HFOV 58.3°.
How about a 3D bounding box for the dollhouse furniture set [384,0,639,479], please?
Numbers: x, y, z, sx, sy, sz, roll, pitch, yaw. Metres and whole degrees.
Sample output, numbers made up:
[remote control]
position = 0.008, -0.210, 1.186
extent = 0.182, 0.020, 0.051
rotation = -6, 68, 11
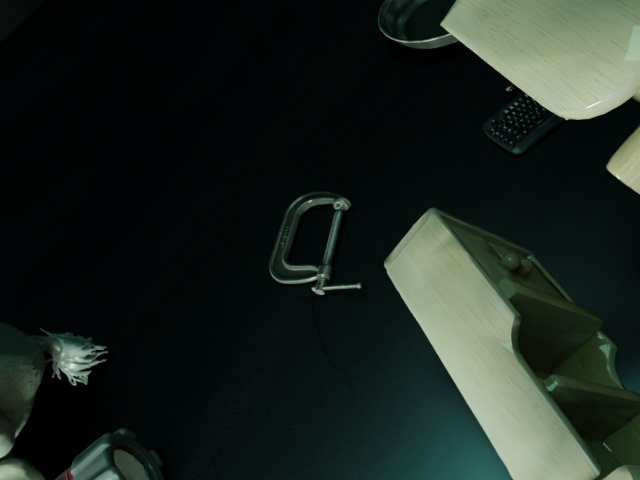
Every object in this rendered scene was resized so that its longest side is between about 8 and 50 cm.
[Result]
[dollhouse furniture set]
position = 0.261, -0.023, 0.381
extent = 0.394, 0.362, 0.256
rotation = -52, 41, 24

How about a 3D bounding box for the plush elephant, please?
[plush elephant]
position = -0.440, 0.220, 0.658
extent = 0.272, 0.330, 0.255
rotation = 23, 93, 40

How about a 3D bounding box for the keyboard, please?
[keyboard]
position = 0.277, -0.191, 0.700
extent = 0.192, 0.038, 0.100
rotation = -39, 47, -3

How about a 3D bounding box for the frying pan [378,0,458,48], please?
[frying pan]
position = 0.167, -0.400, 0.910
extent = 0.197, 0.053, 0.326
rotation = -28, 45, 8

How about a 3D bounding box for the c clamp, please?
[c clamp]
position = 0.000, 0.000, 0.724
extent = 0.137, 0.022, 0.160
rotation = -11, 53, 29

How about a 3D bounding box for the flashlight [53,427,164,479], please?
[flashlight]
position = -0.299, 0.329, 0.593
extent = 0.304, 0.103, 0.103
rotation = -42, 81, 1
